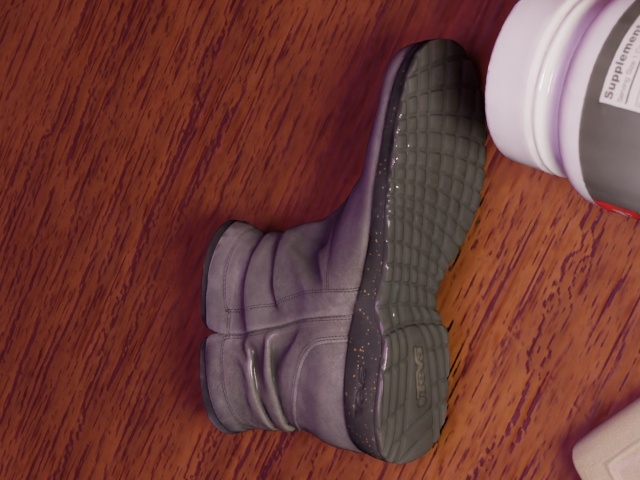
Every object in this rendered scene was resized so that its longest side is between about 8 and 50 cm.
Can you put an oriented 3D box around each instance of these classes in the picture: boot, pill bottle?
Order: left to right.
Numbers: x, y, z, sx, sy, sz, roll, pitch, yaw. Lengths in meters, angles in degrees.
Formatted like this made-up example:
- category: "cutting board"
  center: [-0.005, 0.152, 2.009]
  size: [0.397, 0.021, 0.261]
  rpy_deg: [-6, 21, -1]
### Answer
- category: "boot"
  center: [0.000, 0.000, 1.530]
  size: [0.223, 0.118, 0.338]
  rpy_deg: [9, 88, 42]
- category: "pill bottle"
  center: [0.264, -0.082, 1.307]
  size: [0.283, 0.161, 0.161]
  rpy_deg: [19, 98, 36]

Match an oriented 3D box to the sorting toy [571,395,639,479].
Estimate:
- category: "sorting toy"
  center: [0.287, 0.179, 1.343]
  size: [0.348, 0.047, 0.196]
  rpy_deg: [-40, 60, 27]
